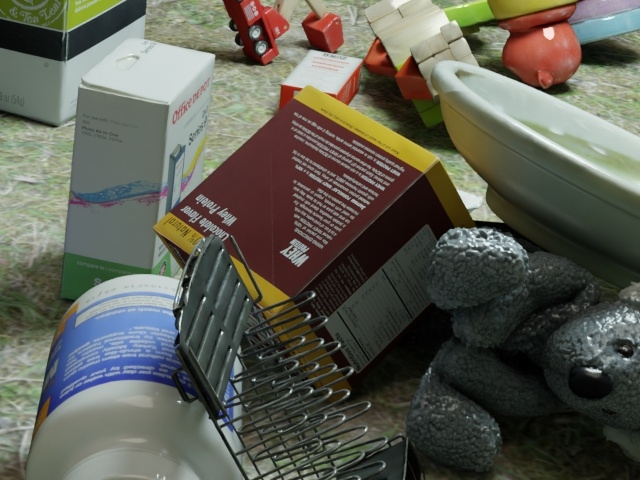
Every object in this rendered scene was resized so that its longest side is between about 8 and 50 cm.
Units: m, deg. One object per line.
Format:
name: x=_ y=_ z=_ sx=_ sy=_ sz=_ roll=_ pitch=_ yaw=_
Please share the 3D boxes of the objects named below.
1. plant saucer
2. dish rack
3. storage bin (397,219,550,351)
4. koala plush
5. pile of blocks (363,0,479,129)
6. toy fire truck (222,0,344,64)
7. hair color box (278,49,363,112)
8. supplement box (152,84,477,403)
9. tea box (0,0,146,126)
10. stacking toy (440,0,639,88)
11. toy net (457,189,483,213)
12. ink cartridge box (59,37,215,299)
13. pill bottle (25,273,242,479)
plant saucer: x=0.263 y=-0.033 z=1.679 sx=0.400 sy=0.100 sz=0.400 roll=25 pitch=13 yaw=-6
dish rack: x=-0.015 y=0.123 z=1.305 sx=0.074 sy=0.271 sz=0.208 roll=-23 pitch=19 yaw=14
storage bin: x=0.147 y=0.042 z=1.717 sx=0.180 sy=0.084 sz=0.122 roll=4 pitch=24 yaw=-3
koala plush: x=0.210 y=0.088 z=1.512 sx=0.221 sy=0.196 sz=0.203 roll=12 pitch=14 yaw=21
pile of blocks: x=0.122 y=-0.208 z=2.267 sx=0.113 sy=0.149 sz=0.362 roll=-27 pitch=19 yaw=3
toy fire truck: x=-0.052 y=-0.297 z=2.362 sx=0.135 sy=0.192 sz=0.047 roll=-40 pitch=43 yaw=-21
hair color box: x=0.001 y=-0.185 z=2.240 sx=0.072 sy=0.043 sz=0.141 roll=11 pitch=25 yaw=11
supplement box: x=0.000 y=0.000 z=1.610 sx=0.194 sy=0.129 sz=0.191 roll=-44 pitch=43 yaw=-13
tea box: x=-0.387 y=-0.344 z=2.152 sx=0.329 sy=0.323 sz=0.220 roll=13 pitch=25 yaw=17
stacking toy: x=0.281 y=-0.273 z=2.496 sx=0.280 sy=0.130 sz=0.309 roll=-8 pitch=7 yaw=40
toy net: x=0.050 y=-0.039 z=1.929 sx=0.232 sy=0.045 sz=0.122 roll=4 pitch=22 yaw=-9
ink cartridge box: x=-0.168 y=-0.062 z=1.710 sx=0.093 sy=0.212 sz=0.154 roll=11 pitch=24 yaw=9
pill bottle: x=-0.131 y=0.145 z=1.329 sx=0.152 sy=0.152 sz=0.272 roll=5 pitch=24 yaw=-4
